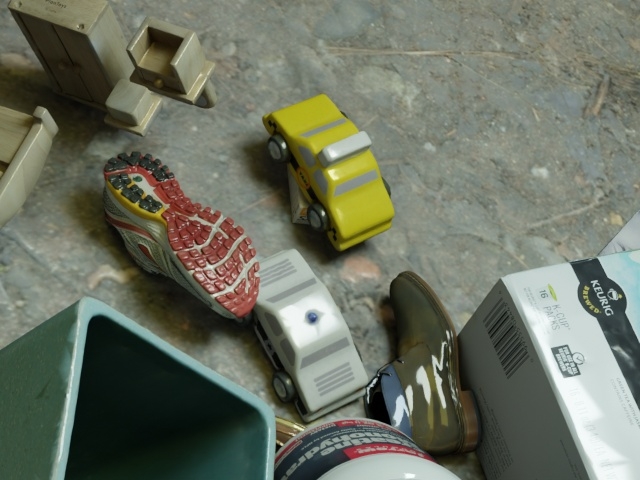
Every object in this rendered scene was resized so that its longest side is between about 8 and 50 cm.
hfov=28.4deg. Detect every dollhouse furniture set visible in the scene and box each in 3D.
[{"bbox_3d":[-0.313,-0.075,1.335,0.303,0.174,0.355,20,68,18],"label":"dollhouse furniture set"}]

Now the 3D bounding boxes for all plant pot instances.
[{"bbox_3d":[-0.215,0.237,1.069,0.248,0.252,0.247,37,42,-40],"label":"plant pot"}]

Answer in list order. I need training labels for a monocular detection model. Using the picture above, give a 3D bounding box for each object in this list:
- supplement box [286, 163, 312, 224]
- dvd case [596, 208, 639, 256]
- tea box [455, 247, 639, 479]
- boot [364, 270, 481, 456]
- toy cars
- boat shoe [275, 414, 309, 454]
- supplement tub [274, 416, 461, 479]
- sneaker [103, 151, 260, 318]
[{"bbox_3d":[-0.004,-0.068,1.511,0.062,0.036,0.098,6,57,-18],"label":"supplement box"},{"bbox_3d":[0.454,0.038,1.642,0.164,0.018,0.221,43,53,8],"label":"dvd case"},{"bbox_3d":[0.354,0.197,1.353,0.323,0.220,0.329,-10,63,-21],"label":"tea box"},{"bbox_3d":[0.093,0.135,1.390,0.106,0.082,0.219,-6,62,-28],"label":"boot"},{"bbox_3d":[0.000,0.000,1.403,0.176,0.087,0.394,17,63,-12],"label":"toy cars"},{"bbox_3d":[-0.013,0.237,1.288,0.178,0.064,0.060,32,50,-3],"label":"boat shoe"},{"bbox_3d":[0.046,0.272,1.132,0.191,0.272,0.191,0,92,-10],"label":"supplement tub"},{"bbox_3d":[-0.150,0.003,1.366,0.088,0.093,0.225,-29,64,-36],"label":"sneaker"}]
